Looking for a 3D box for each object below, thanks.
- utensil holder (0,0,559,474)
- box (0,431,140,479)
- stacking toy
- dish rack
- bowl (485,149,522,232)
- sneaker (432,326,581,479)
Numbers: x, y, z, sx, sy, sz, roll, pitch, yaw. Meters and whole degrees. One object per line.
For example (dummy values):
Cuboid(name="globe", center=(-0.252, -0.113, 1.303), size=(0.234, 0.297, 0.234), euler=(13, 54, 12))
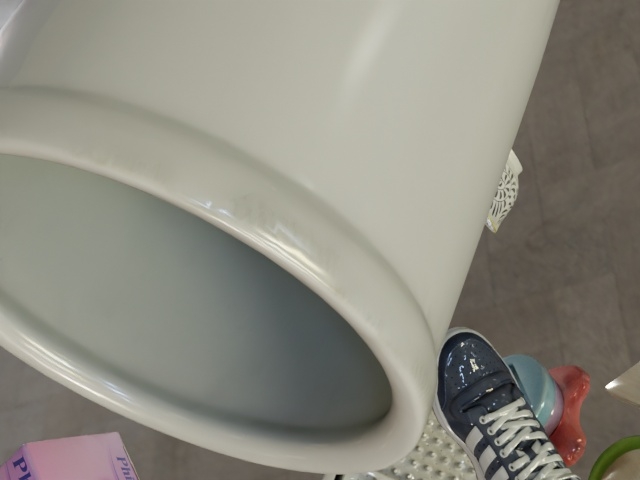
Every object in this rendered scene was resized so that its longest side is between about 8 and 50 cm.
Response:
Cuboid(name="utensil holder", center=(-0.028, -0.097, 0.701), size=(0.327, 0.327, 0.385), euler=(-1, 51, 37))
Cuboid(name="box", center=(-0.259, 0.338, 1.020), size=(0.243, 0.117, 0.213), euler=(-42, 64, 27))
Cuboid(name="stacking toy", center=(0.307, 0.261, 1.392), size=(0.279, 0.130, 0.309), euler=(-28, 39, 34))
Cuboid(name="dish rack", center=(0.179, 0.340, 1.807), size=(0.285, 0.072, 0.333), euler=(21, 76, 5))
Cuboid(name="bowl", center=(0.218, -0.101, 1.457), size=(0.080, 0.170, 0.170), euler=(-35, 46, 4))
Cuboid(name="sneaker", center=(0.209, 0.223, 1.118), size=(0.099, 0.282, 0.153), euler=(-24, 7, -16))
